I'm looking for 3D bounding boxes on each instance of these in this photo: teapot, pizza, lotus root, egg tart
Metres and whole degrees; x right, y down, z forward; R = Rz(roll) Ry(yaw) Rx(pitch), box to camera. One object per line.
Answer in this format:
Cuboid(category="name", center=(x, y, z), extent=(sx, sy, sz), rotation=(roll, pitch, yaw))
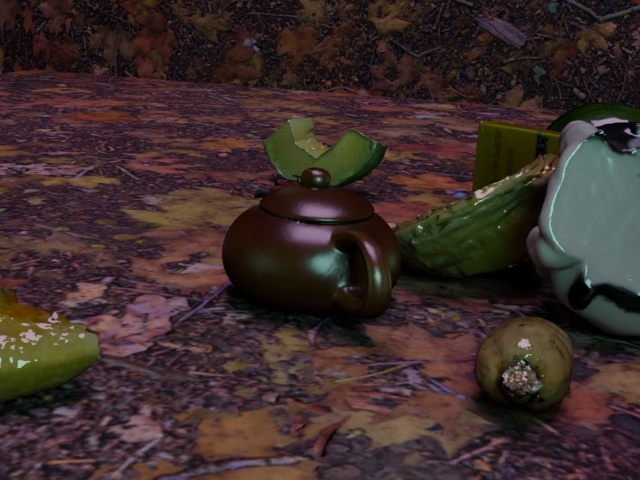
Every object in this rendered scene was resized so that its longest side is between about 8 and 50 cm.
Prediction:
Cuboid(category="teapot", center=(0.000, 0.000, 0.805), extent=(0.178, 0.135, 0.252), rotation=(-8, 18, -23))
Cuboid(category="pizza", center=(-0.337, 0.071, 0.586), extent=(0.268, 0.087, 0.258), rotation=(17, 24, 35))
Cuboid(category="lotus root", center=(0.156, 0.092, 0.637), extent=(0.072, 0.063, 0.152), rotation=(18, 15, 14))
Cuboid(category="egg tart", center=(0.184, -0.014, 0.923), extent=(0.232, 0.098, 0.252), rotation=(-23, -4, 20))

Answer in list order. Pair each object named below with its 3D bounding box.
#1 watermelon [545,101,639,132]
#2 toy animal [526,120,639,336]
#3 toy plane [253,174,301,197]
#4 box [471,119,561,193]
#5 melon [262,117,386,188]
Cuboid(category="watermelon", center=(0.383, -0.087, 1.085), extent=(0.215, 0.187, 0.188), rotation=(-2, 15, 6))
Cuboid(category="toy animal", center=(0.296, -0.010, 0.798), extent=(0.208, 0.204, 0.156), rotation=(17, -4, -2))
Cuboid(category="toy plane", center=(-0.033, -0.067, 1.216), extent=(0.060, 0.037, 0.145), rotation=(-15, 22, -38))
Cuboid(category="box", center=(0.292, -0.050, 1.002), extent=(0.041, 0.153, 0.279), rotation=(-7, 19, -35))
Cuboid(category="melon", center=(0.003, -0.140, 1.346), extent=(0.210, 0.118, 0.064), rotation=(28, 13, 32))
